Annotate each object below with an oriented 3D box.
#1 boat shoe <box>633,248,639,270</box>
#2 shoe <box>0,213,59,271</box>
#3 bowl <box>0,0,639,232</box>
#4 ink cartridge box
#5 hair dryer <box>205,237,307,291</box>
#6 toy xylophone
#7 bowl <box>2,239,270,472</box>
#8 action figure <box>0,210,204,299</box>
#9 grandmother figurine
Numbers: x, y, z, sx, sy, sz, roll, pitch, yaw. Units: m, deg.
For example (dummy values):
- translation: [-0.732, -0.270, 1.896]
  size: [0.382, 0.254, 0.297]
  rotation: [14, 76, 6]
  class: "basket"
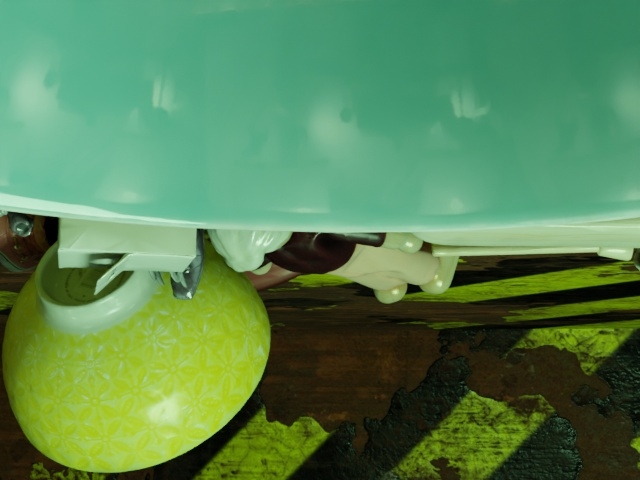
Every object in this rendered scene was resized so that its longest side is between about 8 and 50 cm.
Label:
- translation: [0.367, -0.012, 1.050]
  size: [0.084, 0.095, 0.258]
  rotation: [24, 148, -7]
  class: "boat shoe"
- translation: [-0.318, -0.001, 1.332]
  size: [0.081, 0.064, 0.178]
  rotation: [3, 168, 6]
  class: "shoe"
- translation: [0.001, -0.103, 0.287]
  size: [0.311, 0.163, 0.311]
  rotation: [1, 172, 0]
  class: "bowl"
- translation: [-0.130, -0.037, 0.804]
  size: [0.089, 0.143, 0.092]
  rotation: [3, 172, -11]
  class: "ink cartridge box"
- translation: [-0.055, 0.016, 1.493]
  size: [0.223, 0.080, 0.293]
  rotation: [-13, -179, -14]
  class: "hair dryer"
- translation: [0.197, -0.038, 0.979]
  size: [0.322, 0.081, 0.236]
  rotation: [2, 171, -11]
  class: "toy xylophone"
- translation: [-0.208, 0.074, 1.220]
  size: [0.289, 0.290, 0.156]
  rotation: [-2, 136, 16]
  class: "bowl"
- translation: [-0.178, -0.031, 1.008]
  size: [0.185, 0.099, 0.285]
  rotation: [16, 170, 15]
  class: "action figure"
- translation: [0.000, 0.000, 1.231]
  size: [0.207, 0.104, 0.342]
  rotation: [-22, 158, 29]
  class: "grandmother figurine"
